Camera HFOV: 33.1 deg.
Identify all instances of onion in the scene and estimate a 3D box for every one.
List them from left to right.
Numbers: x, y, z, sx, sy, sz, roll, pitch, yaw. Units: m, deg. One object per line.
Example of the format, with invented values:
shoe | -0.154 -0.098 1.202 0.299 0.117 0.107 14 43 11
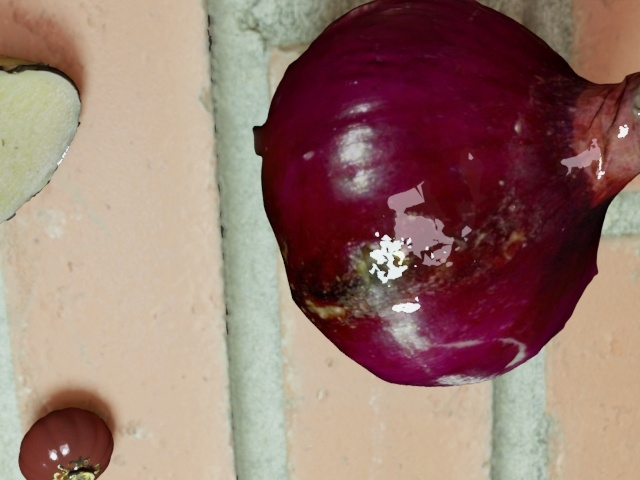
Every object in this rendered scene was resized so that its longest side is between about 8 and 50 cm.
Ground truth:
onion | 0.139 -0.058 0.908 0.385 0.348 0.348 -18 110 41

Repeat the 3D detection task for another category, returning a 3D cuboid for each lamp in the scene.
lamp | -0.268 0.222 1.133 0.101 0.090 0.101 -20 136 -20

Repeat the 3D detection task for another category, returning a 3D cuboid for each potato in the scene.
potato | -0.342 -0.109 1.022 0.117 0.182 0.202 40 95 31
